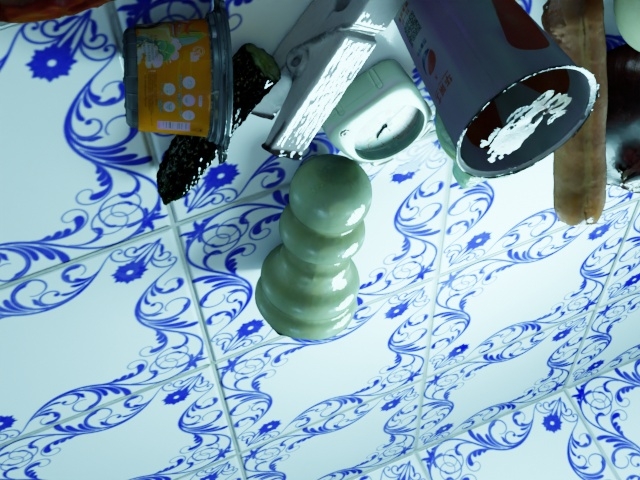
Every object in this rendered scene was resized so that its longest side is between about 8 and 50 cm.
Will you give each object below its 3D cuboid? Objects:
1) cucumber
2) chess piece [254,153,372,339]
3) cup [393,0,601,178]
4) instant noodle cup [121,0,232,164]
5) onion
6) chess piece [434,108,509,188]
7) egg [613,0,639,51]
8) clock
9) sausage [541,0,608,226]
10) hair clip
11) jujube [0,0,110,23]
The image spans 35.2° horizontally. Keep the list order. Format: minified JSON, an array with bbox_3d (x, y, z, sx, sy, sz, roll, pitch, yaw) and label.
[{"bbox_3d":[-0.157,-0.151,1.402,0.072,0.072,0.300,7,137,-43],"label":"cucumber"},{"bbox_3d":[0.000,0.000,1.671,0.182,0.182,0.330,-12,141,-23],"label":"chess piece"},{"bbox_3d":[0.203,-0.250,1.313,0.203,0.288,0.203,-20,149,-13],"label":"cup"},{"bbox_3d":[-0.179,-0.199,1.239,0.125,0.208,0.177,-2,170,-11],"label":"instant noodle cup"},{"bbox_3d":[0.553,-0.191,1.686,0.314,0.232,0.314,17,146,12],"label":"onion"},{"bbox_3d":[0.289,-0.166,1.670,0.176,0.176,0.298,-31,162,7],"label":"chess piece"},{"bbox_3d":[0.528,-0.375,1.471,0.188,0.188,0.254,-12,156,-23],"label":"egg"},{"bbox_3d":[0.094,-0.184,1.552,0.151,0.062,0.191,-34,149,12],"label":"clock"},{"bbox_3d":[0.404,-0.211,1.587,0.094,0.094,0.419,3,122,23],"label":"sausage"},{"bbox_3d":[0.012,-0.260,1.349,0.085,0.101,0.331,10,132,-40],"label":"hair clip"},{"bbox_3d":[-0.259,-0.309,0.994,0.250,0.174,0.174,-20,149,-6],"label":"jujube"}]
